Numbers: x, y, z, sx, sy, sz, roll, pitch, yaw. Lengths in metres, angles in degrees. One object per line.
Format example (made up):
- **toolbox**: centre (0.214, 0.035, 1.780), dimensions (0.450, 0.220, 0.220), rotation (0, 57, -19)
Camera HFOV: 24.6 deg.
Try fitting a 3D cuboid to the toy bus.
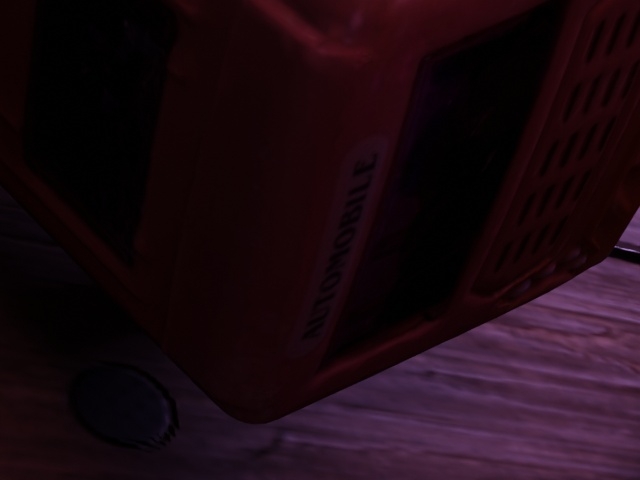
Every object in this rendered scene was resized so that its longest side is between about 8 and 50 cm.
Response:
- **toy bus**: centre (-0.074, -0.149, 0.519), dimensions (0.233, 0.203, 0.427), rotation (-26, 57, -37)
